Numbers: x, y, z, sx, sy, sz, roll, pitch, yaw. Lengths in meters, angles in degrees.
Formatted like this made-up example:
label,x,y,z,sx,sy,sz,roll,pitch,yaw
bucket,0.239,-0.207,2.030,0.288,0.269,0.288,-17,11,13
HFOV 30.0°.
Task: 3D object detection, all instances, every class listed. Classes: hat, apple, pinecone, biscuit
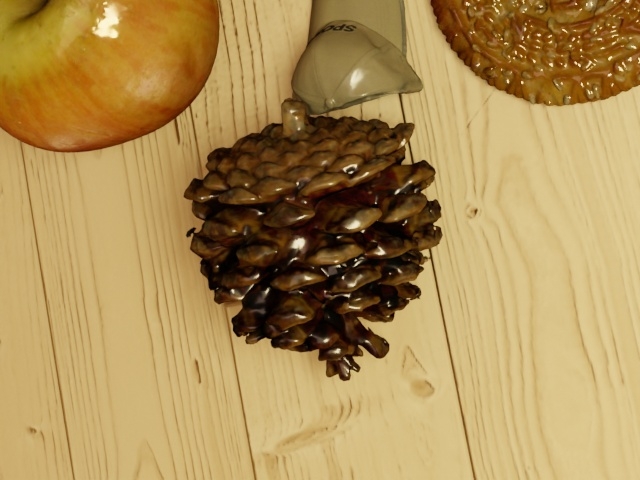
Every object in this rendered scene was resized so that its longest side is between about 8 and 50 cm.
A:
label,x,y,z,sx,sy,sz,roll,pitch,yaw
hat,0.014,-0.206,1.184,0.147,0.085,0.175,-9,78,28
apple,-0.241,-0.231,1.251,0.286,0.233,0.286,-3,84,27
pinecone,-0.012,-0.004,1.124,0.243,0.243,0.257,23,105,27
biscuit,0.232,-0.274,1.098,0.305,0.038,0.305,0,89,29
